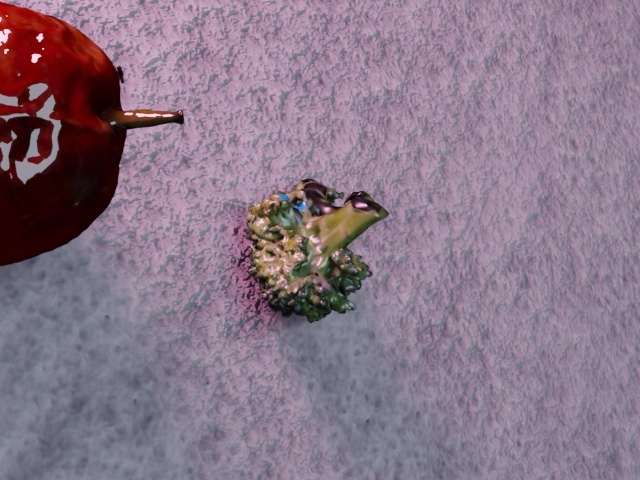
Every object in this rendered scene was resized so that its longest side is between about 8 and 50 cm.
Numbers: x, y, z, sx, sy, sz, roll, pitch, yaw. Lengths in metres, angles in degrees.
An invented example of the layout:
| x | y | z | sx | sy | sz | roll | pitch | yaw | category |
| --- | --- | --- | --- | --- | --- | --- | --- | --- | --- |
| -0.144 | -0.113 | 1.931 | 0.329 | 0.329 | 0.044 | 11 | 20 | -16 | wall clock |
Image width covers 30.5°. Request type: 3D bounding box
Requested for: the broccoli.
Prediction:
| x | y | z | sx | sy | sz | roll | pitch | yaw | category |
| --- | --- | --- | --- | --- | --- | --- | --- | --- | --- |
| 0.000 | 0.000 | 1.208 | 0.154 | 0.160 | 0.167 | 51 | 30 | 6 | broccoli |

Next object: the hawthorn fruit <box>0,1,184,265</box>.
| x | y | z | sx | sy | sz | roll | pitch | yaw | category |
| --- | --- | --- | --- | --- | --- | --- | --- | --- | --- |
| -0.247 | -0.092 | 0.982 | 0.266 | 0.210 | 0.230 | -5 | 61 | -5 | hawthorn fruit |
